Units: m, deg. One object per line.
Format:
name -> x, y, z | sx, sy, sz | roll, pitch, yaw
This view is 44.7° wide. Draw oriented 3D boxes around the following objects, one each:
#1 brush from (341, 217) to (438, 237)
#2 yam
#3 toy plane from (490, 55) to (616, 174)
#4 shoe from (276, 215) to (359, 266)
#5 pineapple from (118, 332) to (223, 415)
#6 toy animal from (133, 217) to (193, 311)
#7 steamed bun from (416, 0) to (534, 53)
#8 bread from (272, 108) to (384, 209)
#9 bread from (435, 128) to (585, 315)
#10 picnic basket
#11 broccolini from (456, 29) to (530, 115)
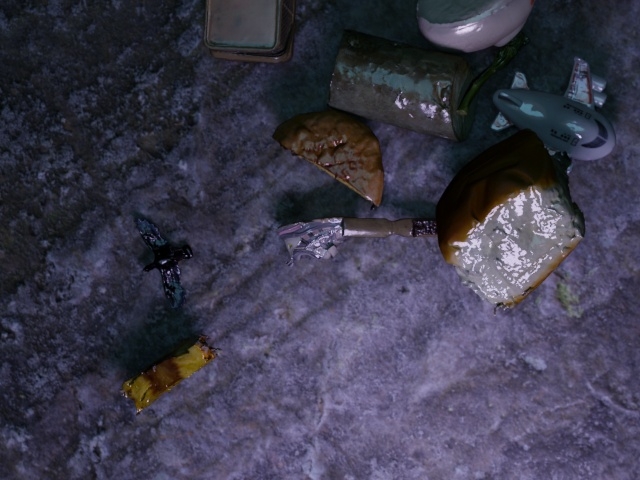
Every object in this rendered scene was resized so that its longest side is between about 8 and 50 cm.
brush -> 0.165, -0.026, 1.565 | 0.248, 0.036, 0.043 | 1, 90, -11
yam -> 0.161, -0.305, 1.534 | 0.304, 0.168, 0.168 | 16, 94, 9
toy plane -> 0.453, -0.233, 1.513 | 0.252, 0.118, 0.252 | 1, 94, 7
shoe -> 0.000, 0.000, 1.602 | 0.180, 0.089, 0.092 | -8, 90, 11
pineapple -> -0.302, 0.267, 1.642 | 0.233, 0.135, 0.079 | -32, 96, 17
toy animal -> -0.333, 0.043, 1.677 | 0.108, 0.062, 0.220 | -27, 89, 27
steamed bun -> 0.304, -0.443, 1.509 | 0.228, 0.131, 0.177 | -20, 51, 16
bread -> 0.042, -0.184, 1.572 | 0.260, 0.129, 0.134 | 36, 95, 4
bread -> 0.346, -0.052, 1.431 | 0.225, 0.250, 0.279 | 37, 120, -12
picnic basket -> -0.137, -0.491, 1.580 | 0.165, 0.139, 0.267 | 4, 93, 9
broccolini -> 0.332, -0.327, 1.508 | 0.054, 0.051, 0.239 | 25, 62, 31
